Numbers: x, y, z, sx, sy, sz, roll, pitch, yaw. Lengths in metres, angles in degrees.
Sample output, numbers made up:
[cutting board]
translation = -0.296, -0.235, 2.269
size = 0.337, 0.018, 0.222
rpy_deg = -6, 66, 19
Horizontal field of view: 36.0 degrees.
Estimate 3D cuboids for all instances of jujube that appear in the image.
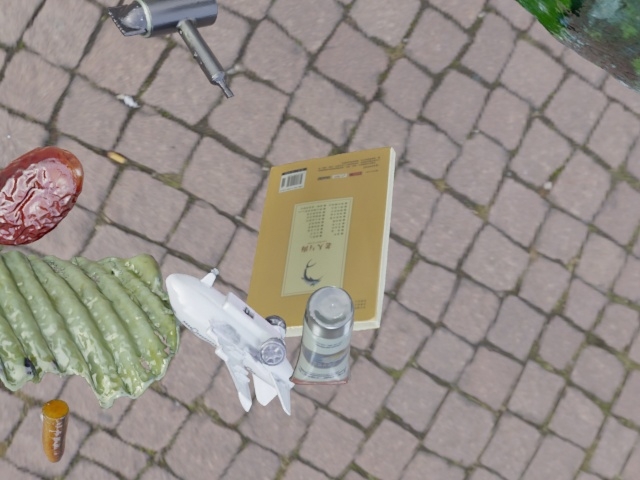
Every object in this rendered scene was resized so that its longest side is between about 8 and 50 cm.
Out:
[jujube]
translation = -0.427, -0.066, 1.456
size = 0.176, 0.109, 0.112
rpy_deg = -34, 145, 18

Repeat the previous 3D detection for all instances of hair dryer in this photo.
[hair dryer]
translation = -0.241, -0.345, 1.763
size = 0.195, 0.078, 0.248
rpy_deg = -22, 68, -34

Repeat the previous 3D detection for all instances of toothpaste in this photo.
[toothpaste]
translation = 0.004, 0.094, 0.866
size = 0.062, 0.239, 0.039
rpy_deg = 0, 68, -2

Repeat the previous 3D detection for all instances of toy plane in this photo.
[toy plane]
translation = -0.118, 0.131, 1.415
size = 0.101, 0.251, 0.255
rpy_deg = -39, 105, 11

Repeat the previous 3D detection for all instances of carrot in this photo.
[carrot]
translation = -0.471, 0.345, 1.740
size = 0.048, 0.048, 0.139
rpy_deg = 1, 126, -18

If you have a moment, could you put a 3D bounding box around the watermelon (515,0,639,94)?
[watermelon]
translation = 0.211, -0.230, 0.703
size = 0.264, 0.151, 0.302
rpy_deg = 40, 54, 7

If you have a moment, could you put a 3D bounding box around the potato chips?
[potato chips]
translation = -0.443, 0.124, 1.757
size = 0.373, 0.389, 0.097
rpy_deg = 8, 124, -22

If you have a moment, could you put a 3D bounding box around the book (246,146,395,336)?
[book]
translation = 0.000, 0.000, 1.831
size = 0.032, 0.268, 0.389
rpy_deg = 54, 36, -49
